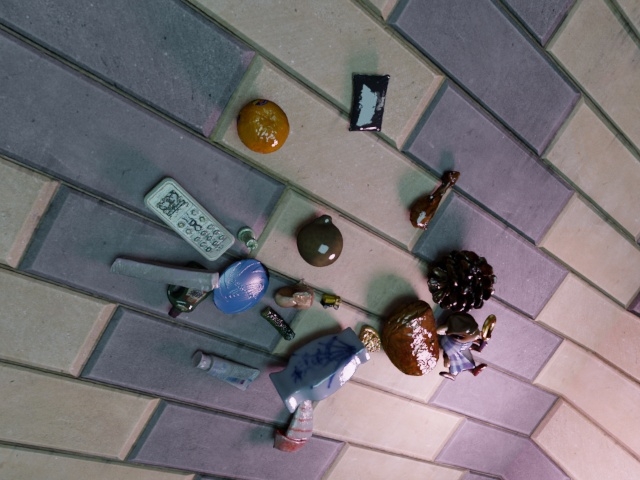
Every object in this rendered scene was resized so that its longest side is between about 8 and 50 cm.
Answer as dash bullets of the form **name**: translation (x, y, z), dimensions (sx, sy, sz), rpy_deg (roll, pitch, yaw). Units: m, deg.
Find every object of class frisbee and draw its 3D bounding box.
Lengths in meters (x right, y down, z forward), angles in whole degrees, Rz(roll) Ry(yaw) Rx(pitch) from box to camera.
- **frisbee**: translation (-0.292, 0.182, 1.779), dimensions (0.242, 0.045, 0.242), rpy_deg (-23, 131, -29)

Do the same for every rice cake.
- **rice cake**: translation (-0.534, 0.115, 1.626), dimensions (0.365, 0.056, 0.072), rpy_deg (10, 100, -8)

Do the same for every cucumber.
- **cucumber**: translation (-0.170, 0.343, 1.930), dimensions (0.058, 0.058, 0.187), rpy_deg (-39, 122, -3)

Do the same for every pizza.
- **pizza**: translation (0.220, 0.473, 2.157), dimensions (0.134, 0.046, 0.175), rpy_deg (-41, 122, -2)

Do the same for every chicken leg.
- **chicken leg**: translation (0.481, -0.176, 1.972), dimensions (0.304, 0.093, 0.113), rpy_deg (-50, 139, -6)

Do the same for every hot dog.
- **hot dog**: translation (0.421, 0.441, 2.161), dimensions (0.267, 0.174, 0.387), rpy_deg (-24, 118, -16)

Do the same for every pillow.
- **pillow**: translation (0.177, -0.502, 1.713), dimensions (0.142, 0.055, 0.208), rpy_deg (-1, 112, -14)

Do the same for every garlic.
- **garlic**: translation (-0.101, 0.227, 1.894), dimensions (0.175, 0.099, 0.124), rpy_deg (5, 129, -20)

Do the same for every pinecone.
- **pinecone**: translation (0.626, 0.191, 2.093), dimensions (0.296, 0.242, 0.298), rpy_deg (-3, 119, -24)

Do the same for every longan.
- **longan**: translation (0.000, 0.000, 1.795), dimensions (0.185, 0.159, 0.204), rpy_deg (14, 93, -27)

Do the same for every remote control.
- **remote control**: translation (-0.449, -0.072, 1.625), dimensions (0.128, 0.065, 0.335), rpy_deg (-41, 121, 1)

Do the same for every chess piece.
- **chess piece**: translation (-0.262, -0.003, 1.712), dimensions (0.067, 0.103, 0.067), rpy_deg (-9, 115, -20)

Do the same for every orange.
- **orange**: translation (-0.191, -0.375, 1.548), dimensions (0.178, 0.155, 0.177), rpy_deg (10, 64, -22)

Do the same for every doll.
- **doll**: translation (0.703, 0.503, 2.276), dimensions (0.318, 0.209, 0.339), rpy_deg (-23, 117, -22)

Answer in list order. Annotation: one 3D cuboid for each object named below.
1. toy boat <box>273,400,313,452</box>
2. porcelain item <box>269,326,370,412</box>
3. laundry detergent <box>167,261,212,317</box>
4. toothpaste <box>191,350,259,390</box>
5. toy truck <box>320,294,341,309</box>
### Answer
- **toy boat**: translation (-0.099, 0.837, 2.173), dimensions (0.206, 0.096, 0.282), rpy_deg (19, 91, -35)
- **porcelain item**: translation (-0.001, 0.543, 1.989), dimensions (0.405, 0.242, 0.178), rpy_deg (-29, 142, -14)
- **laundry detergent**: translation (-0.493, 0.191, 1.717), dimensions (0.221, 0.078, 0.144), rpy_deg (-47, 120, 4)
- **toothpaste**: translation (-0.388, 0.532, 1.919), dimensions (0.299, 0.073, 0.114), rpy_deg (36, 94, -38)
- **toy truck**: translation (0.048, 0.259, 1.990), dimensions (0.083, 0.049, 0.054), rpy_deg (8, 107, -24)
